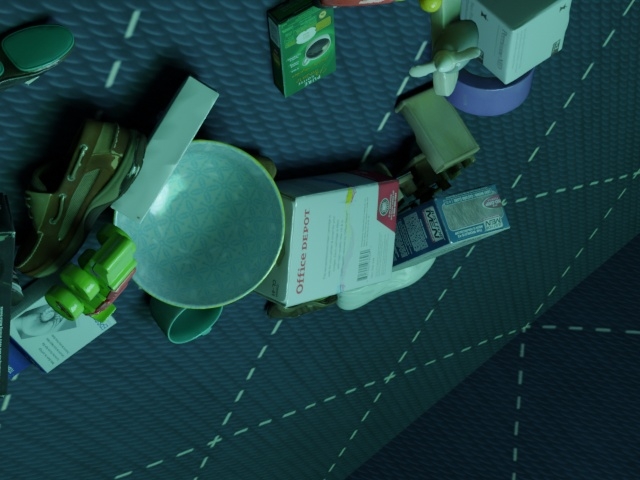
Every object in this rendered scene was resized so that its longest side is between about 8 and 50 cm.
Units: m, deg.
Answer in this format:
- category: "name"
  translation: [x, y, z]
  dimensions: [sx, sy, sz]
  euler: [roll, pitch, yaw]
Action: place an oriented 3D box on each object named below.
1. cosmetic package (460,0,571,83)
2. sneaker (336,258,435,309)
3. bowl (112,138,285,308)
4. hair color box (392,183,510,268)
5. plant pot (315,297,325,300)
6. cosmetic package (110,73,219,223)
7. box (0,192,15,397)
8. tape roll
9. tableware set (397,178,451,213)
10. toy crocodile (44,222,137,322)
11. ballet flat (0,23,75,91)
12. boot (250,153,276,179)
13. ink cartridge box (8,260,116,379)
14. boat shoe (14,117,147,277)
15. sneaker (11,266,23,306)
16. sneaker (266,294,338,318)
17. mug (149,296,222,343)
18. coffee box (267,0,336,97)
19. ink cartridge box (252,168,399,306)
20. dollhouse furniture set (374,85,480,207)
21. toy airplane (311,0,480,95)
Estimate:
- category: "cosmetic package"
  translation: [0.349, -0.428, 2.033]
  dimensions: [0.151, 0.183, 0.151]
  euler: [-33, 151, -16]
- category: "sneaker"
  translation: [0.162, 0.046, 2.572]
  dimensions: [0.293, 0.108, 0.169]
  euler: [-32, 154, -16]
- category: "bowl"
  translation: [-0.210, -0.040, 1.874]
  dimensions: [0.289, 0.289, 0.156]
  euler: [-43, -166, 3]
- category: "hair color box"
  translation: [0.226, -0.014, 2.349]
  dimensions: [0.174, 0.105, 0.347]
  euler: [-15, 174, -34]
- category: "plant pot"
  translation: [-0.019, 0.076, 2.320]
  dimensions: [0.083, 0.083, 0.079]
  euler: [-41, 140, 0]
- category: "cosmetic package"
  translation: [-0.247, -0.148, 1.714]
  dimensions: [0.239, 0.060, 0.099]
  euler: [-58, -167, 5]
- category: "box"
  translation: [-0.620, 0.107, 1.588]
  dimensions: [0.318, 0.097, 0.395]
  euler: [-4, 138, -23]
- category: "tape roll"
  translation: [0.325, -0.341, 2.124]
  dimensions: [0.189, 0.189, 0.080]
  euler: [-33, 152, -17]
- category: "tableware set"
  translation: [0.238, -0.093, 2.371]
  dimensions: [0.104, 0.024, 0.154]
  euler: [-27, 172, -26]
- category: "toy crocodile"
  translation: [-0.358, 0.065, 1.753]
  dimensions: [0.115, 0.105, 0.340]
  euler: [-53, -172, -28]
- category: "ballet flat"
  translation: [-0.426, -0.233, 1.457]
  dimensions: [0.203, 0.074, 0.074]
  euler: [-33, 152, -29]
- category: "boot"
  translation: [-0.176, -0.033, 2.034]
  dimensions: [0.305, 0.112, 0.115]
  euler: [-56, 163, 26]
- category: "ink cartridge box"
  translation: [-0.499, 0.157, 1.946]
  dimensions: [0.224, 0.045, 0.223]
  euler: [-36, 152, -10]
- category: "boat shoe"
  translation: [-0.398, -0.075, 1.685]
  dimensions: [0.120, 0.122, 0.324]
  euler: [28, 122, -28]
- category: "sneaker"
  translation: [-0.551, 0.045, 1.699]
  dimensions: [0.072, 0.077, 0.178]
  euler: [-35, 135, 20]
- category: "sneaker"
  translation: [-0.046, 0.141, 2.510]
  dimensions: [0.188, 0.066, 0.071]
  euler: [-4, 152, -42]
- category: "mug"
  translation: [-0.274, 0.133, 2.144]
  dimensions: [0.129, 0.097, 0.157]
  euler: [-22, 148, -34]
- category: "coffee box"
  translation: [-0.030, -0.335, 1.835]
  dimensions: [0.113, 0.040, 0.184]
  euler: [-32, 151, -16]
- category: "ink cartridge box"
  translation: [0.008, -0.014, 2.178]
  dimensions: [0.306, 0.131, 0.226]
  euler: [-10, 112, -43]
- category: "dollhouse furniture set"
  translation: [0.208, -0.197, 2.294]
  dimensions: [0.212, 0.161, 0.242]
  euler: [-27, 172, -26]
- category: "toy airplane"
  translation: [0.194, -0.457, 1.690]
  dimensions: [0.386, 0.272, 0.384]
  euler: [30, 87, -48]
